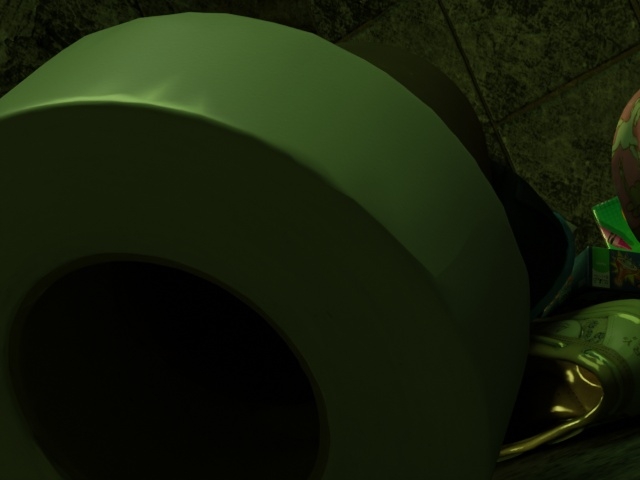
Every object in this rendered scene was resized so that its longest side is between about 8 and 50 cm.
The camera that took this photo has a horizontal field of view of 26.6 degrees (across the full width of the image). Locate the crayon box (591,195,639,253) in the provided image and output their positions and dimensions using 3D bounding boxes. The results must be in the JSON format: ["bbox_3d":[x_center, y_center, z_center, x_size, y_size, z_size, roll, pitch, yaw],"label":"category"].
[{"bbox_3d":[0.487,0.000,1.908,0.081,0.165,0.278,-25,-5,29],"label":"crayon box"}]

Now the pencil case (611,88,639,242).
[{"bbox_3d":[0.287,-0.092,0.766,0.160,0.167,0.386,6,-13,-1],"label":"pencil case"}]

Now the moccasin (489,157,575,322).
[{"bbox_3d":[0.024,0.080,0.925,0.342,0.117,0.137,-48,20,-19],"label":"moccasin"}]

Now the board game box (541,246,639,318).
[{"bbox_3d":[0.249,0.059,1.139,0.136,0.035,0.201,7,-20,-9],"label":"board game box"}]

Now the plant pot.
[{"bbox_3d":[0.000,0.000,0.763,0.263,0.263,0.229,-25,17,30],"label":"plant pot"}]

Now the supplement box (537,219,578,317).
[{"bbox_3d":[0.113,0.051,1.122,0.073,0.130,0.239,-41,-23,-36],"label":"supplement box"}]

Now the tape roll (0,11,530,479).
[{"bbox_3d":[-0.054,0.046,0.611,0.286,0.286,0.100,-25,19,31],"label":"tape roll"}]

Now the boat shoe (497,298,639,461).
[{"bbox_3d":[0.131,0.104,0.976,0.089,0.104,0.285,-17,-6,-38],"label":"boat shoe"}]
